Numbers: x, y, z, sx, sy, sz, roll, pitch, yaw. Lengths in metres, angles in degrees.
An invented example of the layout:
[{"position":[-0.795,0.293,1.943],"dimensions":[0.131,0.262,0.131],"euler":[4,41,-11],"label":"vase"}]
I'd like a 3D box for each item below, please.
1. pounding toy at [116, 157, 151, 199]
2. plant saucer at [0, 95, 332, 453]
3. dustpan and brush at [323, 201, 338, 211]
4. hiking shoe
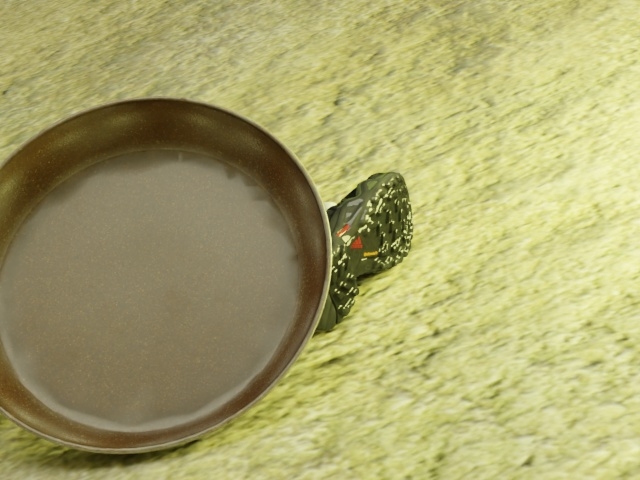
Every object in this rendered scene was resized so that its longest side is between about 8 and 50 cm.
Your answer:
[{"position":[-0.106,-0.001,1.719],"dimensions":[0.110,0.183,0.237],"euler":[34,23,12],"label":"pounding toy"},{"position":[-0.141,0.030,1.548],"dimensions":[0.310,0.050,0.310],"euler":[-4,63,7],"label":"plant saucer"},{"position":[-0.063,-0.034,1.898],"dimensions":[0.211,0.060,0.147],"euler":[-7,32,33],"label":"dustpan and brush"},{"position":[0.000,0.000,1.705],"dimensions":[0.114,0.086,0.227],"euler":[3,26,29],"label":"hiking shoe"}]
